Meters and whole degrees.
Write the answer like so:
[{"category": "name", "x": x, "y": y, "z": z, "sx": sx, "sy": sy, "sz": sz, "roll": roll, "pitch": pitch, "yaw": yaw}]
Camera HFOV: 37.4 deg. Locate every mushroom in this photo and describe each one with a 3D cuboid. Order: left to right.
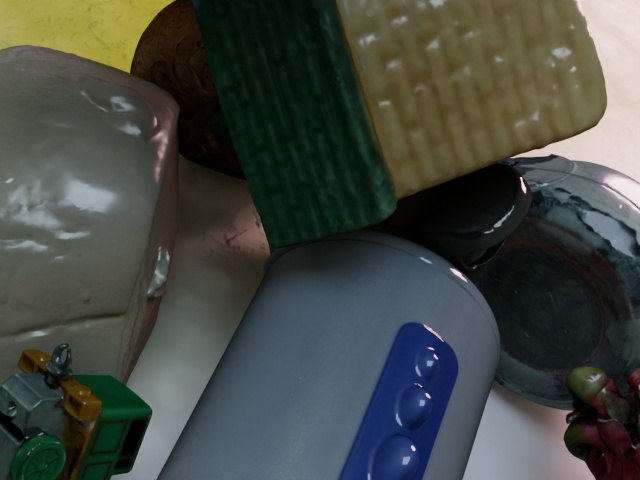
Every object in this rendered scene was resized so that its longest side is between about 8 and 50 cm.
[{"category": "mushroom", "x": -0.069, "y": -0.165, "z": 1.073, "sx": 0.296, "sy": 0.278, "sz": 0.163, "roll": 12, "pitch": 69, "yaw": 5}]

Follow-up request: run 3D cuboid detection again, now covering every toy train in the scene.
[{"category": "toy train", "x": -0.215, "y": 0.185, "z": 0.746, "sx": 0.091, "sy": 0.228, "sz": 0.136, "roll": 27, "pitch": 14, "yaw": 36}]

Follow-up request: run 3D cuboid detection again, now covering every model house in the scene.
[{"category": "model house", "x": 0.003, "y": -0.212, "z": 0.815, "sx": 0.342, "sy": 0.334, "sz": 0.382, "roll": -21, "pitch": 96, "yaw": -11}]

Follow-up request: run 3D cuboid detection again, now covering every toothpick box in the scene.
[{"category": "toothpick box", "x": 0.007, "y": 0.178, "z": 0.778, "sx": 0.262, "sy": 0.263, "sz": 0.355, "roll": 26, "pitch": 48, "yaw": 2}]

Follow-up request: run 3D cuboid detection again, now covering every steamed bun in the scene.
[{"category": "steamed bun", "x": -0.253, "y": -0.035, "z": 0.883, "sx": 0.246, "sy": 0.236, "sz": 0.384, "roll": 13, "pitch": 47, "yaw": -8}]

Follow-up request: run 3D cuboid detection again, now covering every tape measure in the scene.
[{"category": "tape measure", "x": 0.250, "y": 0.039, "z": 0.993, "sx": 0.275, "sy": 0.256, "sz": 0.147, "roll": 37, "pitch": 44, "yaw": 20}]

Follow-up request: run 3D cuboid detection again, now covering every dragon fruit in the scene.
[{"category": "dragon fruit", "x": 0.337, "y": 0.243, "z": 0.881, "sx": 0.198, "sy": 0.218, "sz": 0.273, "roll": 9, "pitch": 65, "yaw": -52}]

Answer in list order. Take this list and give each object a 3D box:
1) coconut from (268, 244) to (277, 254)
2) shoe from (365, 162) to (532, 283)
[{"category": "coconut", "x": 0.000, "y": 0.000, "z": 1.033, "sx": 0.116, "sy": 0.116, "sz": 0.122, "roll": 39, "pitch": 46, "yaw": 14}, {"category": "shoe", "x": 0.128, "y": -0.007, "z": 0.911, "sx": 0.108, "sy": 0.241, "sz": 0.093, "roll": -42, "pitch": 109, "yaw": -20}]
